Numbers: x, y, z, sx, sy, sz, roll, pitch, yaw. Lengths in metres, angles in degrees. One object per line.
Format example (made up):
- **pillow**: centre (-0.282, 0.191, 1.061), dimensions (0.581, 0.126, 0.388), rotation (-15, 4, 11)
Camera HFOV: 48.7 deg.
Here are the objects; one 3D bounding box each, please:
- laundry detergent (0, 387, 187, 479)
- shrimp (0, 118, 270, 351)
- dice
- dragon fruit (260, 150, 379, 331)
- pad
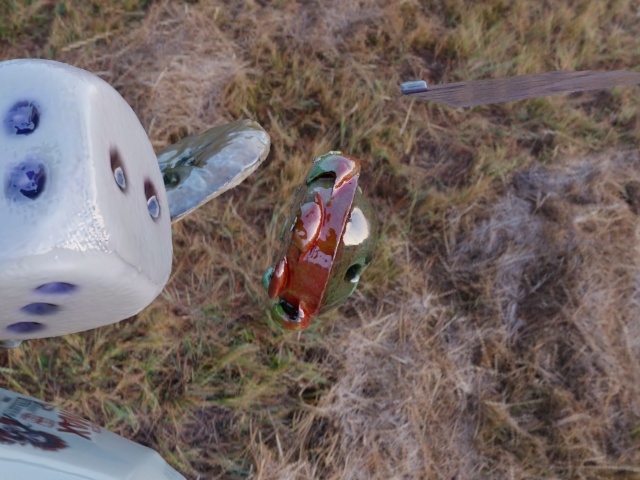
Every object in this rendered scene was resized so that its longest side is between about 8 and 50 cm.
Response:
- **laundry detergent**: centre (-0.226, 0.152, 0.445), dimensions (0.397, 0.264, 0.125), rotation (21, 82, -13)
- **shrimp**: centre (-0.224, -0.024, 0.857), dimensions (0.221, 0.110, 0.445), rotation (1, 36, 46)
- **dice**: centre (-0.249, -0.028, 0.618), dimensions (0.193, 0.192, 0.194), rotation (-12, 68, 5)
- **dragon fruit**: centre (0.000, 0.000, 1.048), dimensions (0.130, 0.295, 0.268), rotation (17, 54, -9)
- **pad**: centre (0.108, -0.087, 0.386), dimensions (0.113, 0.006, 0.188), rotation (-7, 14, 0)
